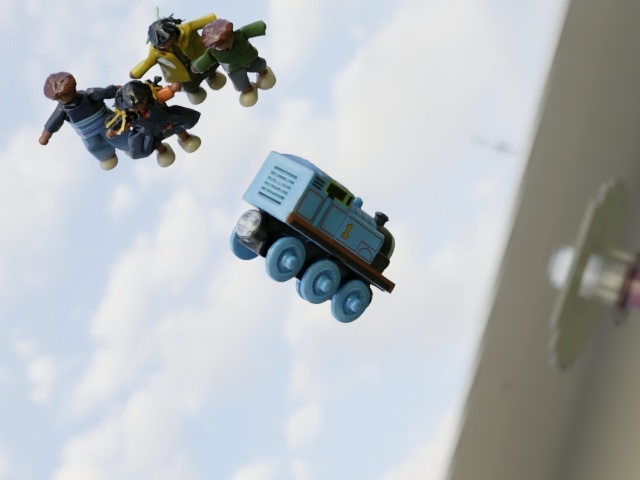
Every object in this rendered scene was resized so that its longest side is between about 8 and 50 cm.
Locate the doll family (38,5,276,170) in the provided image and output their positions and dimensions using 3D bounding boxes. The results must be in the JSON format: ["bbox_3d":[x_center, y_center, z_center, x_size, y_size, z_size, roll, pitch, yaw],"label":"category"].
[{"bbox_3d":[-0.129,-0.120,1.511,0.193,0.076,0.111,-41,-30,0],"label":"doll family"}]

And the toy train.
[{"bbox_3d":[0.000,0.000,1.735,0.184,0.080,0.105,34,-92,-45],"label":"toy train"}]
